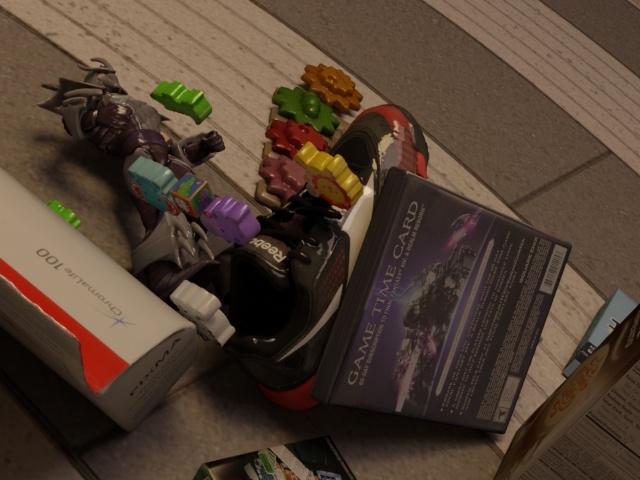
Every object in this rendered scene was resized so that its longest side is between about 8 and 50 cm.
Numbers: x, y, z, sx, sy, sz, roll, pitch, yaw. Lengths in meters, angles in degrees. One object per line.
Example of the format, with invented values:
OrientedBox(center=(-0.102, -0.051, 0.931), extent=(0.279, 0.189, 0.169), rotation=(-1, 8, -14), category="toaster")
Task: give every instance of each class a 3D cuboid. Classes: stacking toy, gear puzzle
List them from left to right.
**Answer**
OrientedBox(center=(-0.101, -0.030, 0.893), extent=(0.221, 0.052, 0.167), rotation=(27, 64, 32), category="stacking toy")
OrientedBox(center=(0.022, -0.119, 1.315), extent=(0.175, 0.044, 0.339), rotation=(26, 33, -14), category="gear puzzle")

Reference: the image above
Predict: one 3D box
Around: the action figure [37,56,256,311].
OrientedBox(center=(-0.150, -0.068, 1.037), extent=(0.185, 0.099, 0.285), rotation=(3, 47, -51), category="action figure")

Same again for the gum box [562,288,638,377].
OrientedBox(center=(0.370, 0.150, 1.290), extent=(0.157, 0.041, 0.184), rotation=(40, 32, 7), category="gum box")

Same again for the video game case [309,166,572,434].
OrientedBox(center=(0.116, 0.064, 0.990), extent=(0.026, 0.196, 0.274), rotation=(21, 1, 43), category="video game case")

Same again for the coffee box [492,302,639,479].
OrientedBox(center=(0.262, 0.157, 0.989), extent=(0.098, 0.246, 0.141), rotation=(38, 32, 4), category="coffee box")

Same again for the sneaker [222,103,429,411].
OrientedBox(center=(0.000, 0.000, 0.935), extent=(0.097, 0.276, 0.135), rotation=(19, -10, 41), category="sneaker")

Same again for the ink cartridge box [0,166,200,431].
OrientedBox(center=(-0.219, -0.024, 0.706), extent=(0.308, 0.385, 0.091), rotation=(39, 74, 5), category="ink cartridge box")

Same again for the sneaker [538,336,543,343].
OrientedBox(center=(0.174, 0.100, 1.152), extent=(0.094, 0.080, 0.212), rotation=(55, 34, 9), category="sneaker")

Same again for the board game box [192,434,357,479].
OrientedBox(center=(0.019, 0.264, 0.834), extent=(0.136, 0.030, 0.260), rotation=(0, 46, -46), category="board game box")
